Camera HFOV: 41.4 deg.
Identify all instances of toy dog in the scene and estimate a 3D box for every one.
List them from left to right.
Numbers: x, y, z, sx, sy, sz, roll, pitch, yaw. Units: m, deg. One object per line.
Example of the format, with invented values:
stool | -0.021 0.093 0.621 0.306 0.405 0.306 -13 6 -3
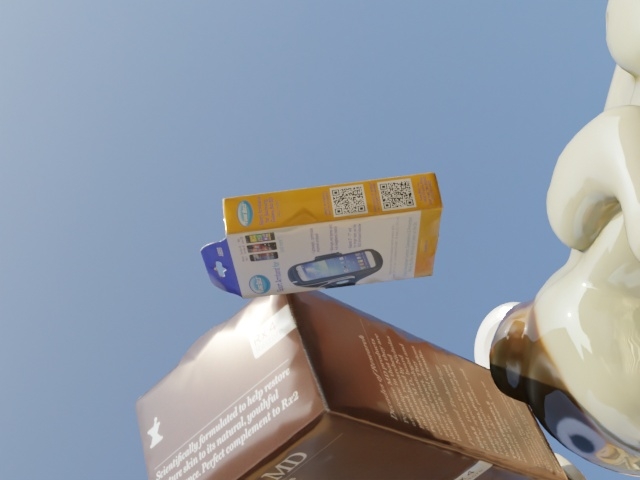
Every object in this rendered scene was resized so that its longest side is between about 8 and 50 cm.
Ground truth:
toy dog | 0.283 -0.016 0.666 0.284 0.395 0.408 19 -88 -7

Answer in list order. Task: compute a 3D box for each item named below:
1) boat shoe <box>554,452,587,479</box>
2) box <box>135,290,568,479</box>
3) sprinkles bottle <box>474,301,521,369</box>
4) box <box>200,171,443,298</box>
boat shoe | 0.295 0.389 0.996 0.095 0.112 0.335 -32 -63 -10
box | 0.045 0.188 0.776 0.381 0.191 0.143 28 -150 -41
sprinkles bottle | 0.368 0.159 1.136 0.355 0.121 0.121 10 -102 -37
box | 0.000 0.000 0.495 0.136 0.081 0.028 -5 -120 -1
